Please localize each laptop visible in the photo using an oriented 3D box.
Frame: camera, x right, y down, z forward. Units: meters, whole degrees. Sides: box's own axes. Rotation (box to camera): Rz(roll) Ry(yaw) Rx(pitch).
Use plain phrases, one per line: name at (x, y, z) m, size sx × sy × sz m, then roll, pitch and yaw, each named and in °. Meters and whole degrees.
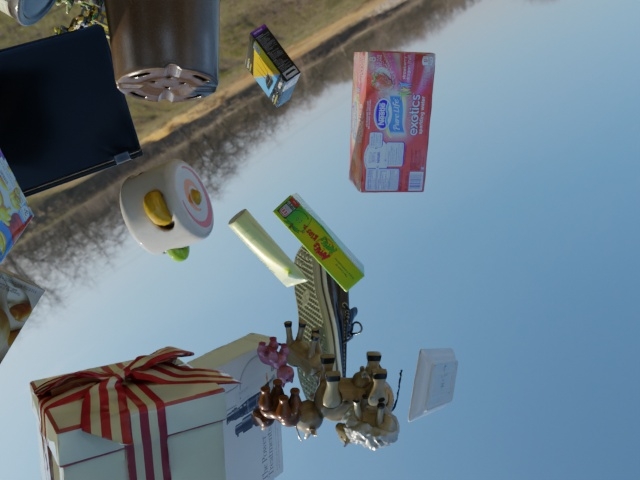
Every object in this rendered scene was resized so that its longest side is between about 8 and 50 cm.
laptop at (-0.578, -0.209, 1.094) m, size 0.382 × 0.236 × 0.408 m, roll -25°, pitch -164°, yaw -21°

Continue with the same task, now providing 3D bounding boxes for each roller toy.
roller toy at (-0.327, -0.076, 1.229) m, size 0.146 × 0.209 × 0.191 m, roll -20°, pitch -125°, yaw 13°

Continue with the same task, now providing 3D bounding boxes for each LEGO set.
LEGO set at (-0.664, -0.674, 1.522) m, size 0.331 × 0.192 × 0.255 m, roll 29°, pitch -80°, yaw 52°

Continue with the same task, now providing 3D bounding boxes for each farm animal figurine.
farm animal figurine at (0.009, 0.322, 1.192) m, size 0.327 × 0.172 × 0.330 m, roll 4°, pitch -160°, yaw 10°

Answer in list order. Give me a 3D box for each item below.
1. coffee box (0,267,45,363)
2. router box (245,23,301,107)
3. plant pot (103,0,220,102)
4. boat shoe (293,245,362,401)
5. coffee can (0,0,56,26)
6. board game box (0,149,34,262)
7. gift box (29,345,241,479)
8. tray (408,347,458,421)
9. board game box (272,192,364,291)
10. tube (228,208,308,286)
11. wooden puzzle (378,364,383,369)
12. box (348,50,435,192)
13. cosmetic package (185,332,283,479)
coffee box at (-0.583, 0.154, 0.903) m, size 0.098 × 0.141 × 0.246 m, roll 12°, pitch -108°, yaw 48°
router box at (-0.114, -0.398, 1.298) m, size 0.046 × 0.133 × 0.179 m, roll -37°, pitch -178°, yaw -12°
plant pot at (-0.196, -0.271, 0.708) m, size 0.167 × 0.165 × 0.167 m, roll -5°, pitch 177°, yaw 0°
boat shoe at (0.026, 0.231, 1.547) m, size 0.187 × 0.156 × 0.500 m, roll -45°, pitch -140°, yaw 43°
coffee can at (-0.632, -0.564, 1.034) m, size 0.201 × 0.275 × 0.201 m, roll -53°, pitch -163°, yaw 23°
board game box at (-0.502, -0.001, 0.695) m, size 0.142 × 0.144 × 0.275 m, roll -6°, pitch -143°, yaw 4°
gift box at (-0.263, 0.302, 0.817) m, size 0.255 × 0.258 × 0.276 m, roll -8°, pitch -173°, yaw -39°
tray at (0.253, 0.306, 1.212) m, size 0.030 × 0.145 × 0.270 m, roll 7°, pitch 174°, yaw 27°
board game box at (0.000, 0.000, 0.967) m, size 0.043 × 0.181 × 0.092 m, roll -42°, pitch -177°, yaw 8°
tube at (-0.132, 0.027, 1.416) m, size 0.062 × 0.240 × 0.070 m, roll -40°, pitch -161°, yaw 2°
wooden puzzle at (0.162, 0.399, 1.666) m, size 0.014 × 0.078 × 0.116 m, roll 6°, pitch -161°, yaw -26°
box at (0.151, -0.265, 1.255) m, size 0.154 × 0.300 × 0.142 m, roll -2°, pitch -162°, yaw -9°
cosmetic package at (-0.215, 0.448, 1.363) m, size 0.097 × 0.377 × 0.284 m, roll 5°, pitch -168°, yaw 35°
